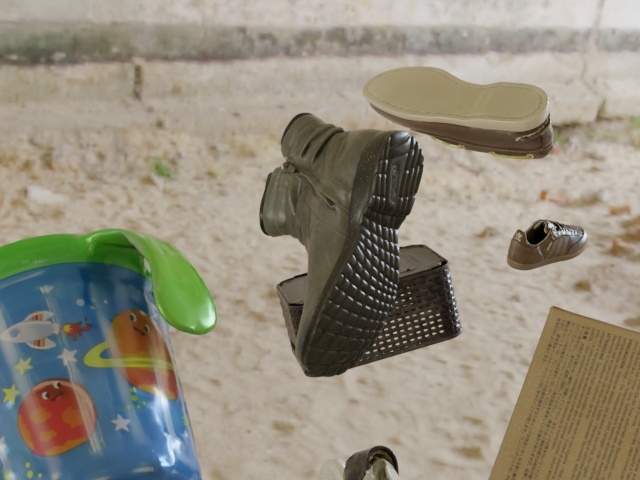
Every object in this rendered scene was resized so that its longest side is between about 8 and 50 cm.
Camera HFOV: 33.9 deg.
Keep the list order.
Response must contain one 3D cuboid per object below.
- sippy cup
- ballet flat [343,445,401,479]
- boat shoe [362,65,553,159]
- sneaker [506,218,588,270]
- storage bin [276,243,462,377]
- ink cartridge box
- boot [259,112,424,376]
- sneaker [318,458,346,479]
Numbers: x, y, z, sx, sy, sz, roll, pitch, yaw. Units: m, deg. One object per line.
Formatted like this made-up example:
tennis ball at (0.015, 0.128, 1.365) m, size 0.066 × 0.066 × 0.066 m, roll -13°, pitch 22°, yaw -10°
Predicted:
sippy cup at (-0.210, 0.152, 0.883) m, size 0.240 × 0.306 × 0.224 m, roll -14°, pitch 51°, yaw -21°
ballet flat at (0.055, 0.284, 1.047) m, size 0.074 × 0.074 × 0.203 m, roll 8°, pitch 36°, yaw -3°
boat shoe at (0.209, -0.195, 1.629) m, size 0.324 × 0.097 × 0.117 m, roll 14°, pitch 56°, yaw 35°
sneaker at (0.397, -0.005, 1.797) m, size 0.188 × 0.071 × 0.066 m, roll -20°, pitch 37°, yaw -36°
storage bin at (0.052, 0.073, 1.157) m, size 0.180 × 0.084 × 0.122 m, roll -15°, pitch 14°, yaw -8°
ink cartridge box at (0.273, 0.203, 0.985) m, size 0.193 × 0.235 × 0.088 m, roll 18°, pitch -15°, yaw 24°
boot at (0.000, 0.000, 1.015) m, size 0.083 × 0.247 × 0.161 m, roll 24°, pitch -8°, yaw -42°
sneaker at (0.086, 0.453, 1.846) m, size 0.091 × 0.240 × 0.126 m, roll -5°, pitch 29°, yaw 43°
